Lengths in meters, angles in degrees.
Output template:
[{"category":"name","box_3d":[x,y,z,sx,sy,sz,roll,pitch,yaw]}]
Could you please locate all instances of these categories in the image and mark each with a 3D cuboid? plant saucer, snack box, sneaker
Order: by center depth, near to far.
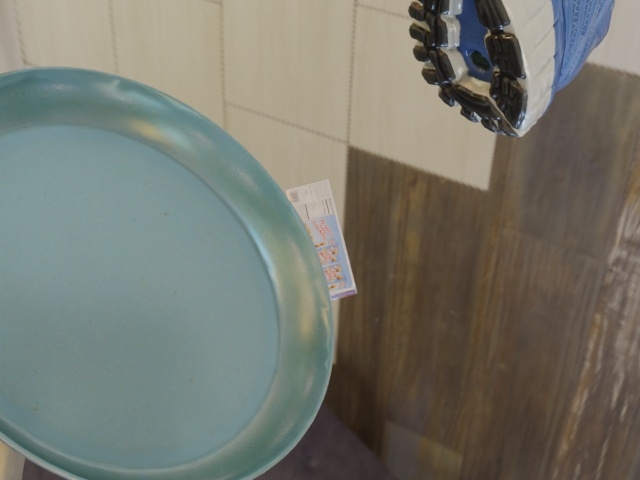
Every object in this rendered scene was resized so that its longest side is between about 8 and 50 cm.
[{"category":"sneaker","box_3d":[0.118,-0.224,0.559,0.130,0.147,0.330,35,154,35]},{"category":"plant saucer","box_3d":[-0.130,0.024,0.651,0.317,0.317,0.044,49,130,-2]},{"category":"snack box","box_3d":[0.000,0.000,1.343,0.064,0.178,0.022,-14,151,1]}]

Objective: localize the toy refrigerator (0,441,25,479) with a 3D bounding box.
[{"category":"toy refrigerator","box_3d":[-0.333,0.105,0.639,0.270,0.102,0.094,6,165,-8]}]
